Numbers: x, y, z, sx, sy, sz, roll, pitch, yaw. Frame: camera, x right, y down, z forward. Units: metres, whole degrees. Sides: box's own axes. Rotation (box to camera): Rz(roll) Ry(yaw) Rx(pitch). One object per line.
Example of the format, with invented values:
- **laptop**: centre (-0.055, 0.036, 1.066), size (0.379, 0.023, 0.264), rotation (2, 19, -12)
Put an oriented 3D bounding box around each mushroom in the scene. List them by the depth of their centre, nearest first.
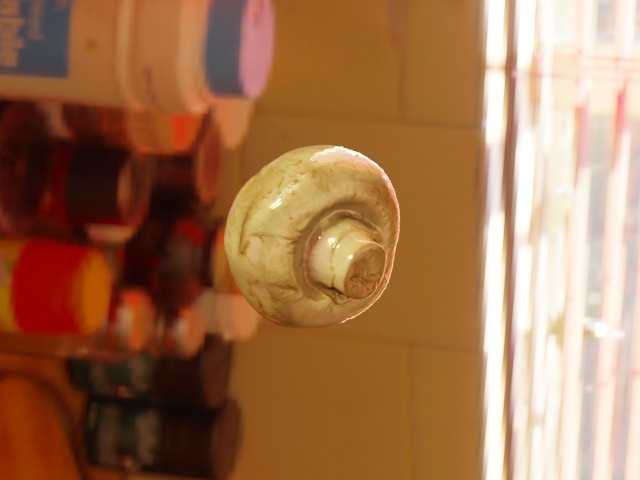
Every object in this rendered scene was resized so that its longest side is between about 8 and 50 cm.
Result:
- **mushroom**: centre (0.000, 0.000, 0.724), size (0.084, 0.067, 0.083), rotation (-23, 126, -35)
